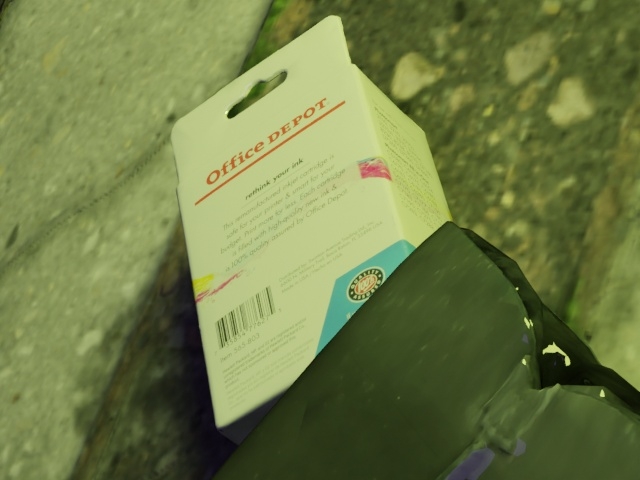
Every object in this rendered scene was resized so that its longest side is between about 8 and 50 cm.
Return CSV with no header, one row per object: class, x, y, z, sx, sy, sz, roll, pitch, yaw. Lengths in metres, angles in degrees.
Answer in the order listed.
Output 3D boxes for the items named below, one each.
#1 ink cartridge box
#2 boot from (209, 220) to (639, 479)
ink cartridge box,0.000,0.000,0.798,0.104,0.061,0.181,-33,44,20
boot,-0.086,0.161,0.674,0.445,0.146,0.367,-50,54,10
